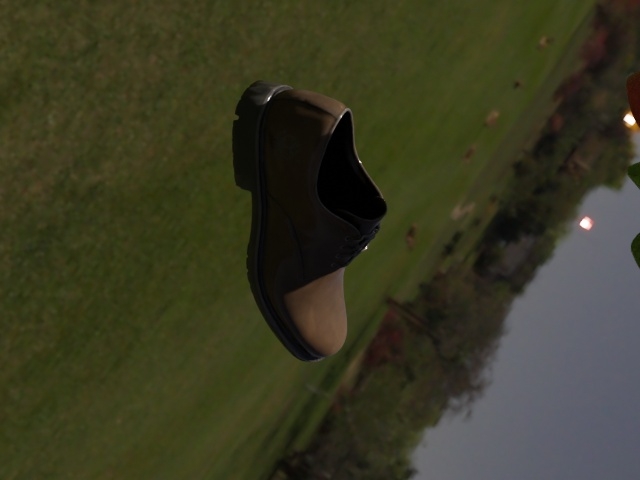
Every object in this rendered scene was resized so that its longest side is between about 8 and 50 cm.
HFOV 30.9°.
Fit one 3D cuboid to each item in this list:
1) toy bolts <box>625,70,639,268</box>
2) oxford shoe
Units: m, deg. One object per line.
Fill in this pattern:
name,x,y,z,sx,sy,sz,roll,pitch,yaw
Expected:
toy bolts,0.296,-0.039,0.689,0.158,0.218,0.229,-31,-150,31
oxford shoe,0.000,0.000,0.835,0.083,0.096,0.227,-49,141,-45
